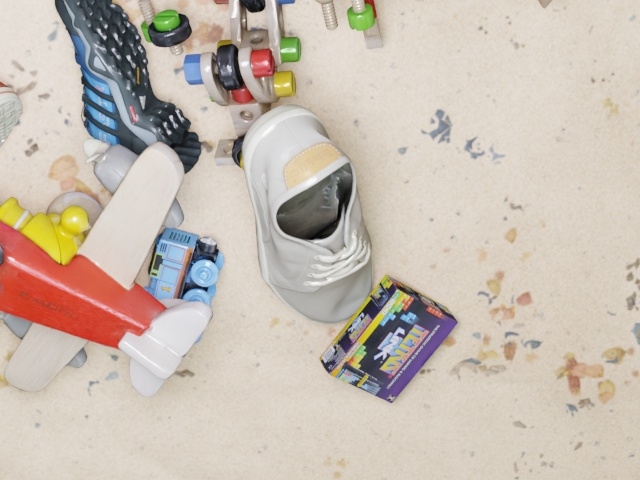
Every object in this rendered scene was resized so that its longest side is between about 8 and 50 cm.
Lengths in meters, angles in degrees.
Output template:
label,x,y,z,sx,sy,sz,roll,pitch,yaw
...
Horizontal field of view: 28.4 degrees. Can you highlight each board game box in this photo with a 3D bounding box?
label,x,y,z,sx,sy,sz,roll,pitch,yaw
board game box,0.104,0.152,1.923,0.141,0.048,0.170,28,106,-34

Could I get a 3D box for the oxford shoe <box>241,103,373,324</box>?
label,x,y,z,sx,sy,sz,roll,pitch,yaw
oxford shoe,0.000,0.000,1.742,0.169,0.130,0.449,-34,146,-13

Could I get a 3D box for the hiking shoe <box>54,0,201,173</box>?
label,x,y,z,sx,sy,sz,roll,pitch,yaw
hiking shoe,-0.295,-0.205,1.744,0.132,0.113,0.304,-24,100,29

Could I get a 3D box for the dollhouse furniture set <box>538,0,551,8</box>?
label,x,y,z,sx,sy,sz,roll,pitch,yaw
dollhouse furniture set,0.250,-0.420,1.621,0.262,0.135,0.259,10,136,-31

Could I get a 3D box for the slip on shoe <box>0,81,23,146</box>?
label,x,y,z,sx,sy,sz,roll,pitch,yaw
slip on shoe,-0.546,-0.106,1.766,0.101,0.123,0.331,46,107,14

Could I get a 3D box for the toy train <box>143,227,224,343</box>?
label,x,y,z,sx,sy,sz,roll,pitch,yaw
toy train,-0.209,0.072,1.873,0.105,0.080,0.184,17,110,-2

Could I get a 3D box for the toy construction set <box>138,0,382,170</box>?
label,x,y,z,sx,sy,sz,roll,pitch,yaw
toy construction set,-0.054,-0.227,1.727,0.308,0.257,0.237,-21,128,-6

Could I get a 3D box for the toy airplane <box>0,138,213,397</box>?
label,x,y,z,sx,sy,sz,roll,pitch,yaw
toy airplane,-0.324,0.041,1.744,0.386,0.272,0.384,-12,130,9
